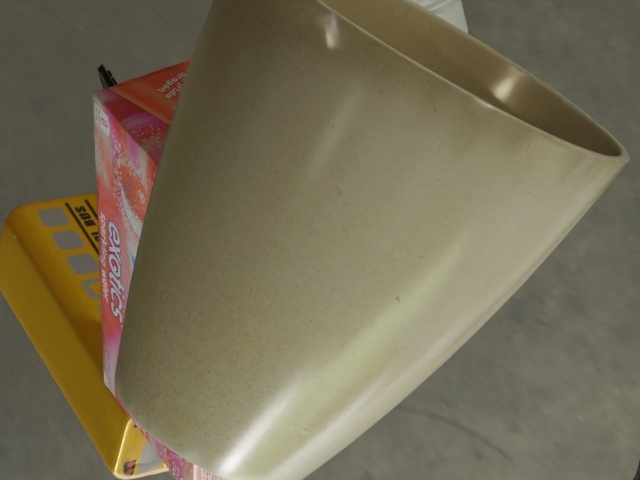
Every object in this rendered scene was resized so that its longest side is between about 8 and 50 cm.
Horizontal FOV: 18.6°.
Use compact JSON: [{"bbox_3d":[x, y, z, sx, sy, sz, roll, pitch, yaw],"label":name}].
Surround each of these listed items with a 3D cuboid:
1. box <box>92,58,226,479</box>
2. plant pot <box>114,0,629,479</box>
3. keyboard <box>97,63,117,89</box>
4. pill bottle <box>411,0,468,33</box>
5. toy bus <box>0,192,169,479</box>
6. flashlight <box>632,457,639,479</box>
[{"bbox_3d":[-0.066,0.026,1.417,0.142,0.154,0.300,-22,139,-25],"label":"box"},{"bbox_3d":[0.000,0.000,1.144,0.256,0.256,0.274,26,105,-18],"label":"plant pot"},{"bbox_3d":[-0.153,-0.079,1.845,0.038,0.192,0.100,-23,150,-12],"label":"keyboard"},{"bbox_3d":[0.011,-0.294,1.456,0.181,0.181,0.323,-18,103,-10],"label":"pill bottle"},{"bbox_3d":[-0.163,0.101,1.739,0.130,0.332,0.108,-9,135,-33],"label":"toy bus"},{"bbox_3d":[0.288,0.104,1.426,0.103,0.103,0.304,12,99,3],"label":"flashlight"}]
